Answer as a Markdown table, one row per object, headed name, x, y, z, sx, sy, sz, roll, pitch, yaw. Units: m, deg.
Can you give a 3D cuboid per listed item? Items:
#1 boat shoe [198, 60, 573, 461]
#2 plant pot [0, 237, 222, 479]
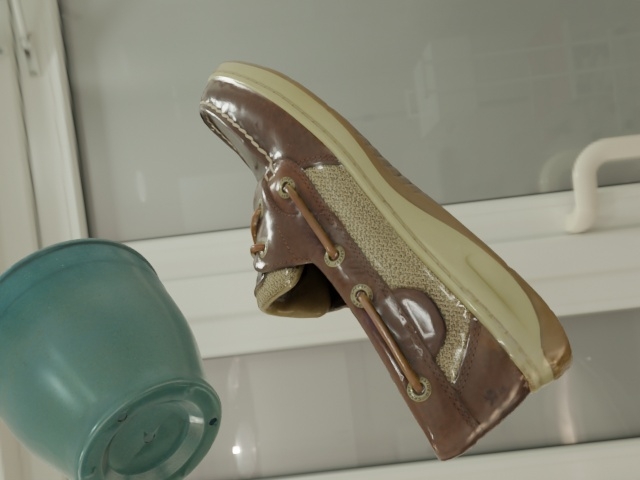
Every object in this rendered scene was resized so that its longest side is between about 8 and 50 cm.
| name | x | y | z | sx | sy | sz | roll | pitch | yaw |
| --- | --- | --- | --- | --- | --- | --- | --- | --- | --- |
| boat shoe | 0.000 | 0.000 | 0.501 | 0.342 | 0.123 | 0.123 | 45 | 175 | 29 |
| plant pot | -0.263 | 0.175 | 0.919 | 0.255 | 0.271 | 0.272 | 38 | 147 | 41 |
